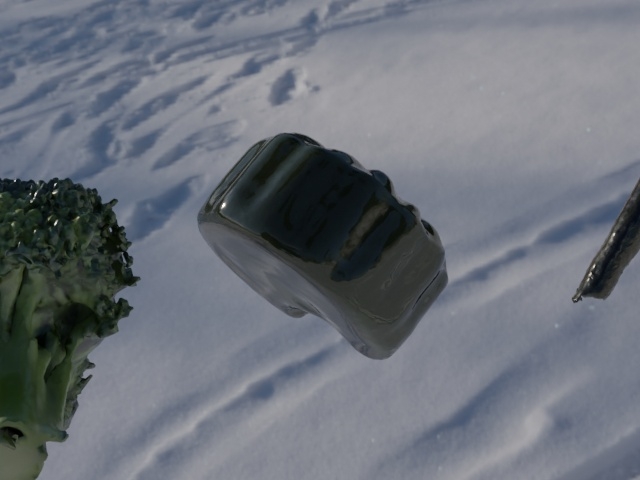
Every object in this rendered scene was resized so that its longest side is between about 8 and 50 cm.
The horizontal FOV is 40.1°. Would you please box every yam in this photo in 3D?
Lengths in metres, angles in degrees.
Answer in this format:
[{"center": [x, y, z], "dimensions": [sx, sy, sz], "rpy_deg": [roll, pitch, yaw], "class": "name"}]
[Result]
[{"center": [0.220, -0.007, 0.620], "dimensions": [0.027, 0.033, 0.129], "rpy_deg": [30, 90, 28], "class": "yam"}]

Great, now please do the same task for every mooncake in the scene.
[{"center": [0.000, 0.000, 1.220], "dimensions": [0.351, 0.351, 0.187], "rpy_deg": [24, 71, 46], "class": "mooncake"}]

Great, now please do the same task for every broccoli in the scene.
[{"center": [-0.335, 0.102, 0.820], "dimensions": [0.375, 0.249, 0.302], "rpy_deg": [-54, 8, 12], "class": "broccoli"}]
